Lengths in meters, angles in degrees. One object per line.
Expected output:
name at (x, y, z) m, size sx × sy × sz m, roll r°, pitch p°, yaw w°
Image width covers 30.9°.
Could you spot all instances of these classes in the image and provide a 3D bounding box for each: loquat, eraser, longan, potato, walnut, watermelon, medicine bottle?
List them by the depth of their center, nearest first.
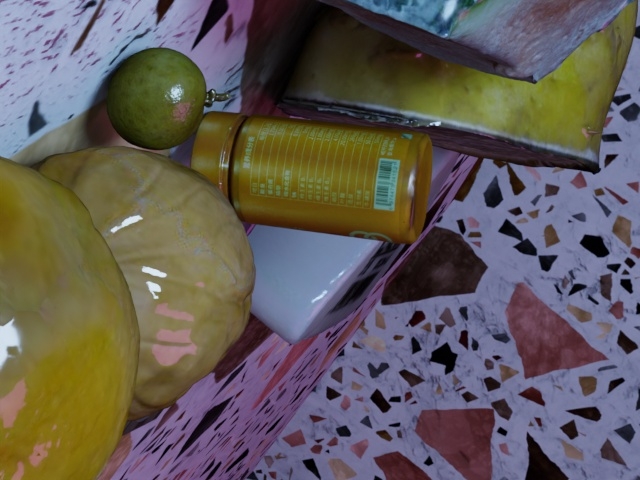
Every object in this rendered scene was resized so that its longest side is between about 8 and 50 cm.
loquat at (-0.204, 0.066, 0.580) m, size 0.238 × 0.193 × 0.238 m, roll -45°, pitch 153°, yaw -30°
longan at (-0.103, -0.095, 0.784) m, size 0.075 × 0.083 × 0.075 m, roll 180°, pitch -90°, yaw -82°
walnut at (-0.142, 0.029, 0.789) m, size 0.195 × 0.195 × 0.222 m, roll -51°, pitch 178°, yaw 8°
watermelon at (0.120, -0.216, 0.851) m, size 0.387 × 0.228 × 0.258 m, roll -38°, pitch 157°, yaw -30°
medicine bottle at (-0.006, -0.054, 0.982) m, size 0.096 × 0.192 × 0.096 m, roll 7°, pitch 90°, yaw -78°
potato at (0.146, -0.231, 1.138) m, size 0.397 × 0.290 × 0.295 m, roll 11°, pitch 91°, yaw -36°
eraser at (0.000, 0.000, 1.407) m, size 0.331 × 0.150 × 0.331 m, roll -46°, pitch 169°, yaw -12°

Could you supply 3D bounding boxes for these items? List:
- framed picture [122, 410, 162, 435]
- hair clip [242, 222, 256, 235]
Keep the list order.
framed picture at (-0.202, 0.188, 1.616) m, size 0.201 × 0.010 × 0.136 m, roll -52°, pitch 171°, yaw 12°
hair clip at (-0.151, 0.041, 1.129) m, size 0.096 × 0.110 × 0.358 m, roll 1°, pitch -139°, yaw 47°
